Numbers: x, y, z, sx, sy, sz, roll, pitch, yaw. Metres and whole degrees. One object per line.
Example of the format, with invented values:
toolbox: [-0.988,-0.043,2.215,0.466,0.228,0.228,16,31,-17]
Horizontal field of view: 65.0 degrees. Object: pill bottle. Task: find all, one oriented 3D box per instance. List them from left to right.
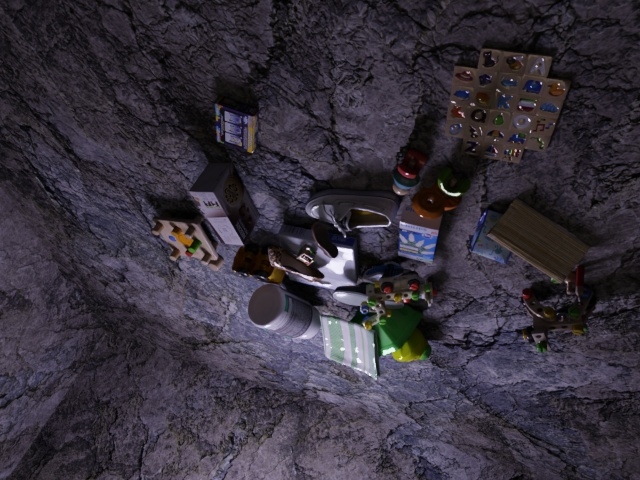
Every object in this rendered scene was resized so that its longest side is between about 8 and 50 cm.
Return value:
pill bottle: [-0.157,0.348,2.371,0.204,0.204,0.361,-4,157,33]

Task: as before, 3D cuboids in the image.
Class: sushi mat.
sushi mat: [0.703,0.004,1.612,0.317,0.019,0.151,31,100,-9]

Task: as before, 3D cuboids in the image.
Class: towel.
towel: [0.129,0.471,2.262,0.325,0.038,0.247,13,118,45]

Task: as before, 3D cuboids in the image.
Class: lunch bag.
lunch bag: [0.582,-0.019,1.664,0.129,0.096,0.151,19,114,6]

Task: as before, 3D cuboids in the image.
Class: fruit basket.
fruit basket: [0.329,0.458,2.287,0.392,0.283,0.392,24,136,25]

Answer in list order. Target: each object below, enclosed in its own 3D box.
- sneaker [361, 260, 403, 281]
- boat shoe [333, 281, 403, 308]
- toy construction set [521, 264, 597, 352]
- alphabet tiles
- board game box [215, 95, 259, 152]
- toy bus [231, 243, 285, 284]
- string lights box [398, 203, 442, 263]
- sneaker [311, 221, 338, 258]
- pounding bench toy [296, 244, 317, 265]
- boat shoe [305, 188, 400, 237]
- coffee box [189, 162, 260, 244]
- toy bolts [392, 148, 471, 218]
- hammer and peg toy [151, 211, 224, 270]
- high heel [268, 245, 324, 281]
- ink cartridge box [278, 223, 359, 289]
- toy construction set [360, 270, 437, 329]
sneaker: [0.268,0.137,2.070,0.191,0.071,0.083,-10,145,41]
boat shoe: [0.205,0.223,2.129,0.303,0.091,0.114,10,150,-6]
toy construction set: [0.837,0.262,1.750,0.258,0.237,0.308,13,142,15]
alphabet tiles: [0.492,-0.355,1.360,0.285,0.011,0.342,13,143,15]
board game box: [-0.285,-0.394,1.715,0.141,0.048,0.170,19,143,4]
toy bus: [-0.261,0.127,2.298,0.220,0.149,0.211,7,157,25]
string lights box: [0.347,-0.020,1.765,0.133,0.076,0.259,13,156,14]
sneaker: [0.000,0.000,1.922,0.071,0.066,0.188,17,149,45]
pounding bench toy: [-0.045,0.055,2.025,0.065,0.052,0.083,33,143,-14]
boat shoe: [0.095,-0.085,1.797,0.367,0.156,0.135,3,139,26]
coffee box: [-0.371,-0.140,1.982,0.119,0.168,0.297,4,139,26]
toy bolts: [0.315,-0.147,1.582,0.228,0.218,0.158,37,152,13]
hammer and peg toy: [-0.618,0.028,2.363,0.266,0.127,0.361,7,141,22]
high heel: [-0.097,0.091,2.057,0.186,0.093,0.261,8,157,27]
ink cartridge box: [0.001,0.083,2.138,0.324,0.071,0.330,11,144,15]
toy construction set: [0.311,0.226,1.981,0.328,0.151,0.215,-15,120,-5]
